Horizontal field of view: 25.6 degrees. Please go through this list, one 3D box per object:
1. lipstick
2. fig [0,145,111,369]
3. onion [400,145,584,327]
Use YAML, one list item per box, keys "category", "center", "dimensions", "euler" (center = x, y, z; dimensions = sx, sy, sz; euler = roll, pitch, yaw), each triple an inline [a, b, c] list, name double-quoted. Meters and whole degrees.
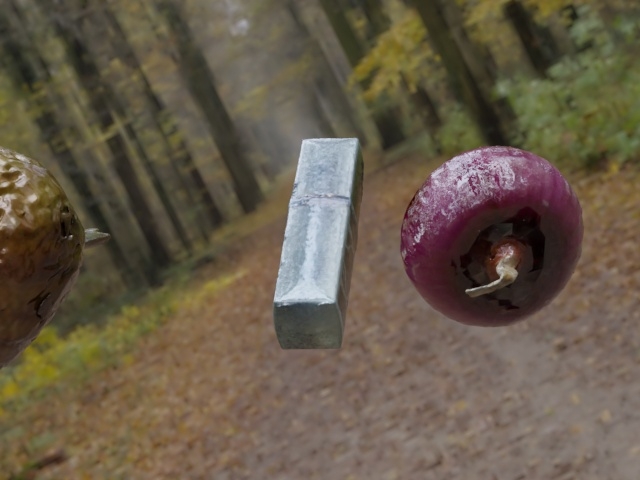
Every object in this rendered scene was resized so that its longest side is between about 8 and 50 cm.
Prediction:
- category: "lipstick"
  center: [0.000, 0.000, 1.518]
  dimensions: [0.076, 0.077, 0.290]
  euler: [1, 39, 8]
- category: "fig"
  center: [-0.368, 0.010, 1.726]
  dimensions: [0.286, 0.286, 0.368]
  euler: [-24, -10, 35]
- category: "onion"
  center: [0.164, -0.003, 1.337]
  dimensions: [0.177, 0.177, 0.153]
  euler: [-28, 23, -25]
